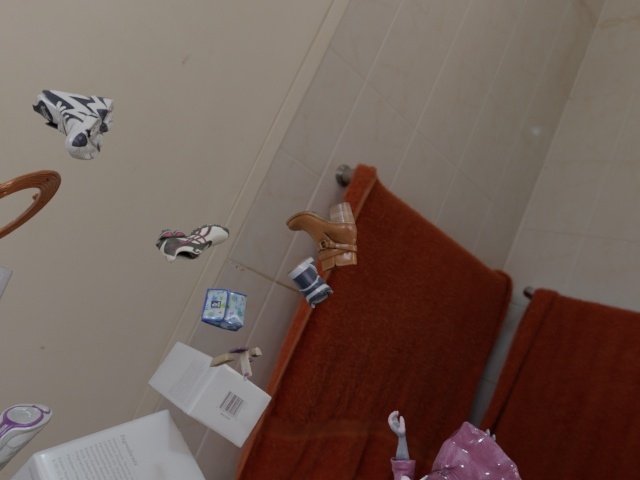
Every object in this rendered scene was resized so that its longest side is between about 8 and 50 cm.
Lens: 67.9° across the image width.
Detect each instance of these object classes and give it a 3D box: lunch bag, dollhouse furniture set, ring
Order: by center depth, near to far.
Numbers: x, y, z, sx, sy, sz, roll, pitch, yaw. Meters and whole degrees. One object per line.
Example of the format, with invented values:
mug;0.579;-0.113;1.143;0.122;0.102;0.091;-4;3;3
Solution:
ring;-0.780;-0.066;1.143;0.032;0.337;0.337;51;-13;-7
dollhouse furniture set;-0.216;0.330;1.221;0.114;0.081;0.091;-25;-23;23
lunch bag;-0.357;0.252;1.755;0.151;0.128;0.096;18;-34;-21

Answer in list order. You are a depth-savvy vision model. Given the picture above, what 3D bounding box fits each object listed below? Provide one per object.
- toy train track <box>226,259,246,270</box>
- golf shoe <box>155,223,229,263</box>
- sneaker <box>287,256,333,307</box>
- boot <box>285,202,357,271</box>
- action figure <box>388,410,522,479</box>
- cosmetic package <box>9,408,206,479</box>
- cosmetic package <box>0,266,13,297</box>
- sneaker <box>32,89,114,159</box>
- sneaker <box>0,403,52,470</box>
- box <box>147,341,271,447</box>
toy train track;-0.316;0.095;1.770;0.083;0.014;0.048;31;3;-31
golf shoe;-0.444;0.019;1.707;0.273;0.105;0.120;-12;57;-36
sneaker;-0.032;0.144;1.654;0.153;0.099;0.282;50;3;3
boot;0.000;0.000;1.153;0.197;0.152;0.073;-12;-6;39
action figure;0.238;0.508;0.953;0.371;0.275;0.248;1;23;-39
cosmetic package;-0.544;0.691;1.193;0.327;0.329;0.394;52;21;21
cosmetic package;-0.776;0.141;1.058;0.107;0.127;0.238;27;-36;-30
sneaker;-0.553;-0.257;1.030;0.153;0.234;0.094;8;-48;-12
sneaker;-0.954;0.606;1.430;0.114;0.152;0.305;30;21;9
box;-0.354;0.467;1.484;0.215;0.168;0.345;46;-25;-28
